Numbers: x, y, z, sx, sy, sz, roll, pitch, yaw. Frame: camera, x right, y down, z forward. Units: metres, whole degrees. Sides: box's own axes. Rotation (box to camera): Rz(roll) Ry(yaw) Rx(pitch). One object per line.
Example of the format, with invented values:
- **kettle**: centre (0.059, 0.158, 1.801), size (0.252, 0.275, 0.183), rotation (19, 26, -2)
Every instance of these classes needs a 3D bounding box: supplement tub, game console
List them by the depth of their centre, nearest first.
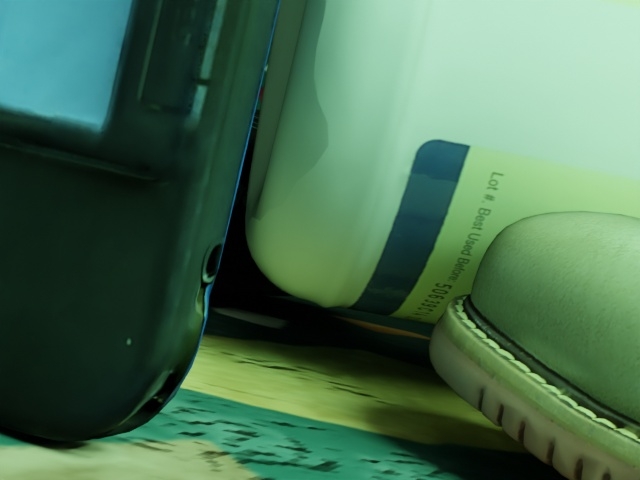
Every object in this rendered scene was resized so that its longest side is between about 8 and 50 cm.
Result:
- **game console**: centre (-0.138, -0.125, 0.285), size (0.250, 0.293, 0.173), rotation (15, 5, 23)
- **supplement tub**: centre (0.152, -0.067, 0.532), size (0.324, 0.235, 0.235), rotation (11, 4, -6)

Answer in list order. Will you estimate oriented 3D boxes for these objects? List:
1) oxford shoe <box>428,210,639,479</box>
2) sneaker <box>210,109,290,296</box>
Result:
- **oxford shoe**: centre (0.198, 0.022, 0.312), size (0.397, 0.146, 0.140), rotation (12, 4, 39)
- **sneaker**: centre (-0.092, -0.037, 0.637), size (0.267, 0.101, 0.106), rotation (12, 6, -14)
